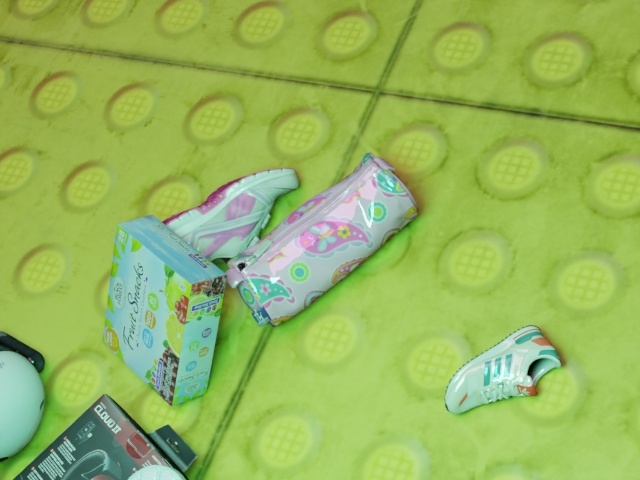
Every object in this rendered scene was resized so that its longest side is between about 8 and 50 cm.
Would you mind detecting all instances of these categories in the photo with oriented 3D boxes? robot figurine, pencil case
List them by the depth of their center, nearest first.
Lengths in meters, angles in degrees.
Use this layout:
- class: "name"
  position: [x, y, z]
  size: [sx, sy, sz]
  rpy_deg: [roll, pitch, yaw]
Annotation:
- class: "pencil case"
  position: [0.000, 0.000, 2.010]
  size: [0.284, 0.124, 0.124]
  rpy_deg: [-37, 52, -5]
- class: "robot figurine"
  position: [-0.524, 0.214, 2.054]
  size: [0.278, 0.173, 0.209]
  rpy_deg: [20, 78, 32]

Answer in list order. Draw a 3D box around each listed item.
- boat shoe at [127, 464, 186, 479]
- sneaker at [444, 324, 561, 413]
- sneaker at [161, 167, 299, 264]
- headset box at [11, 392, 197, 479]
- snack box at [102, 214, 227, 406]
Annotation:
- class: "boat shoe"
  position: [-0.217, 0.443, 1.755]
  size: [0.121, 0.119, 0.335]
  rpy_deg: [8, 83, 17]
- class: "sneaker"
  position: [0.236, 0.179, 1.832]
  size: [0.161, 0.057, 0.075]
  rpy_deg: [-35, 46, -6]
- class: "sneaker"
  position: [-0.130, -0.022, 2.099]
  size: [0.252, 0.111, 0.103]
  rpy_deg: [-32, 8, -20]
- class: "headset box"
  position: [-0.292, 0.364, 1.893]
  size: [0.293, 0.110, 0.218]
  rpy_deg: [-44, 53, -9]
- class: "snack box"
  position: [-0.221, 0.096, 1.987]
  size: [0.070, 0.207, 0.174]
  rpy_deg: [-16, 41, -40]
